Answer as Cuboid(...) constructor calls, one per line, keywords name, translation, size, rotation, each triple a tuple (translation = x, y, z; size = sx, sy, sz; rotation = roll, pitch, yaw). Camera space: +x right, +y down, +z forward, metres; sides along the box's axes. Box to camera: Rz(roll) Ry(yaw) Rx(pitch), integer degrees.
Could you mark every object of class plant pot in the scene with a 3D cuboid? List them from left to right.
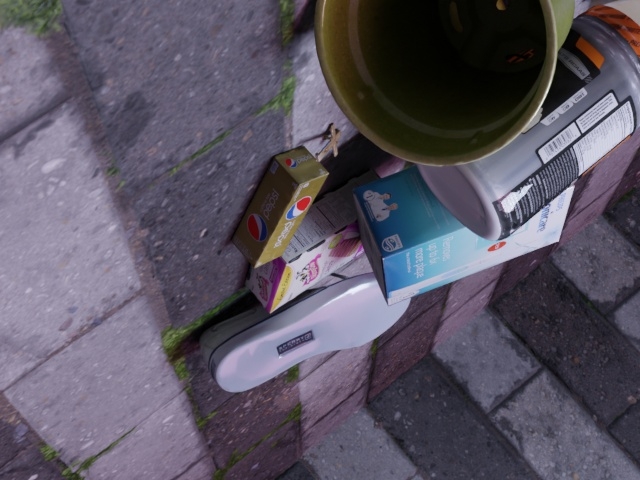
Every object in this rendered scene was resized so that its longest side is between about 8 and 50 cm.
Cuboid(name="plant pot", translation=(0.171, -0.253, 1.249), size=(0.276, 0.276, 0.254), rotation=(-54, 170, 33))
Cuboid(name="plant pot", translation=(0.199, -0.282, 1.444), size=(0.134, 0.095, 0.134), rotation=(-37, 161, -15))

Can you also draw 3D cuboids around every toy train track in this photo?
Cuboid(name="toy train track", translation=(0.008, -0.131, 1.497), size=(0.083, 0.014, 0.048), rotation=(-54, 144, -52))

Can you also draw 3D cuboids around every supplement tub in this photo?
Cuboid(name="supplement tub", translation=(0.293, -0.162, 1.447), size=(0.316, 0.193, 0.193), rotation=(-38, 162, -11))

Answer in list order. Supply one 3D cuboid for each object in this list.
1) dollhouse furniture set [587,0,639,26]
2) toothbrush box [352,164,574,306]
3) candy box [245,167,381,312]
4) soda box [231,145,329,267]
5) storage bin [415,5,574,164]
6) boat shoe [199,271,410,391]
Cuboid(name="dollhouse furniture set", translation=(0.594, -0.469, 1.863), size=(0.286, 0.198, 0.303), rotation=(-2, -121, 63))
Cuboid(name="toothbrush box", translation=(0.211, -0.037, 1.626), size=(0.295, 0.126, 0.216), rotation=(-21, 158, -4))
Cuboid(name="candy box", translation=(0.000, 0.000, 1.722), size=(0.233, 0.071, 0.159), rotation=(-31, 160, -28))
Cuboid(name="soda box", translation=(-0.059, -0.045, 1.519), size=(0.061, 0.058, 0.181), rotation=(-24, 156, -42))
Cuboid(name="storage bin", translation=(0.271, -0.219, 1.691), size=(0.260, 0.123, 0.262), rotation=(-36, 161, -14))
Cuboid(name="boat shoe", translation=(-0.036, 0.122, 1.828), size=(0.367, 0.156, 0.136), rotation=(-25, 130, -14))
